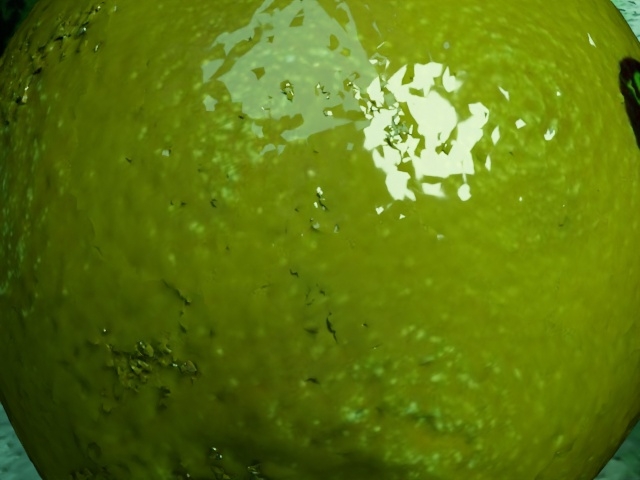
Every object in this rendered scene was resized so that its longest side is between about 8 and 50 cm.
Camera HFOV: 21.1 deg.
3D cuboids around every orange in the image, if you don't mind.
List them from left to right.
[{"bbox_3d":[0.000,0.000,0.627,0.274,0.274,0.274,-6,36,4],"label":"orange"}]

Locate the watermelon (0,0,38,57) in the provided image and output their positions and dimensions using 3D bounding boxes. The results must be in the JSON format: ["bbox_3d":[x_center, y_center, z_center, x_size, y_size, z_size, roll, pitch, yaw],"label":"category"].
[{"bbox_3d":[-0.197,-0.089,0.805,0.331,0.331,0.189,8,68,22],"label":"watermelon"}]
